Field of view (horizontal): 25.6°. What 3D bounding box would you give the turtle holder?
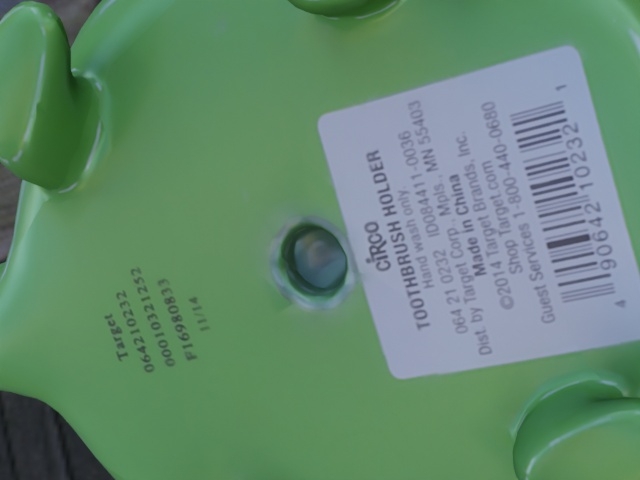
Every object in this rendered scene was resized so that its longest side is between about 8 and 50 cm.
[{"bbox_3d":[0.016,0.010,0.526,0.243,0.227,0.320,48,119,9],"label":"turtle holder"}]
